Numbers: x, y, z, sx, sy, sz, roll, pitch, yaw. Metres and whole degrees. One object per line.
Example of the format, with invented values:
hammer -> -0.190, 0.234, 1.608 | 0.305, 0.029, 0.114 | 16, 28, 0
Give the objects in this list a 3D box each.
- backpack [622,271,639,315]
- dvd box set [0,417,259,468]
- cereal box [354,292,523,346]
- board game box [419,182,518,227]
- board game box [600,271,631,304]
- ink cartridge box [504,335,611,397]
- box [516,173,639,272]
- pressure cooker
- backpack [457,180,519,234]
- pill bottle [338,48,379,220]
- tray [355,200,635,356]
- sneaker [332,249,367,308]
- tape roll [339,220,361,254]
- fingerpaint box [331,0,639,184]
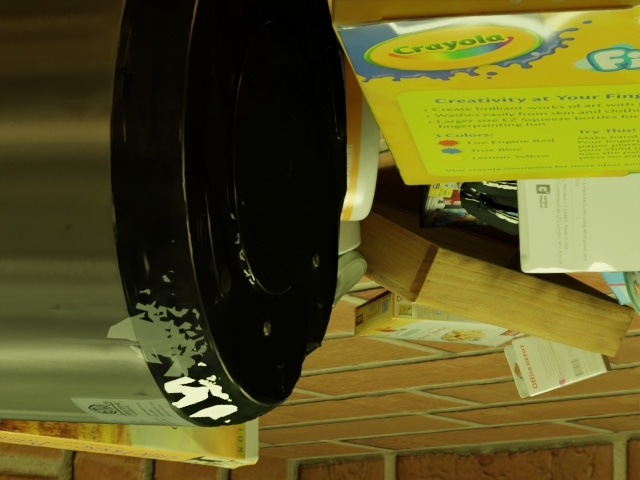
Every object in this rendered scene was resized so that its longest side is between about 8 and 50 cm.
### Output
backpack -> 0.430, 0.001, 1.697 | 0.254, 0.225, 0.191 | 5, 161, -1
dvd box set -> -0.246, 0.092, 1.941 | 0.420, 0.307, 0.062 | 14, 159, -41
cereal box -> 0.191, 0.121, 2.561 | 0.240, 0.047, 0.173 | 5, 166, -17
board game box -> 0.207, -0.061, 1.791 | 0.194, 0.060, 0.194 | 1, 166, -1
board game box -> 0.382, -0.002, 1.925 | 0.160, 0.039, 0.211 | -7, 144, 30
ink cartridge box -> 0.364, 0.180, 2.604 | 0.143, 0.092, 0.090 | -19, 172, 13
box -> 0.255, -0.078, 1.426 | 0.182, 0.119, 0.181 | -1, 126, 9
pressure cooker -> -0.222, -0.056, 1.160 | 0.421, 0.375, 0.369 | 0, 125, 18
backpack -> 0.218, -0.075, 1.624 | 0.182, 0.115, 0.152 | 4, 155, -7
pill bottle -> -0.090, -0.096, 1.479 | 0.272, 0.152, 0.152 | 1, 166, -4
tray -> 0.179, 0.041, 1.997 | 0.203, 0.076, 0.411 | 29, -172, 42
sneaker -> -0.029, 0.028, 1.855 | 0.083, 0.118, 0.222 | -36, 174, -23
tape roll -> -0.152, -0.018, 1.705 | 0.392, 0.072, 0.392 | -3, -174, 0
fingerpaint box -> 0.254, -0.166, 1.144 | 0.445, 0.163, 0.371 | -2, 167, 10
